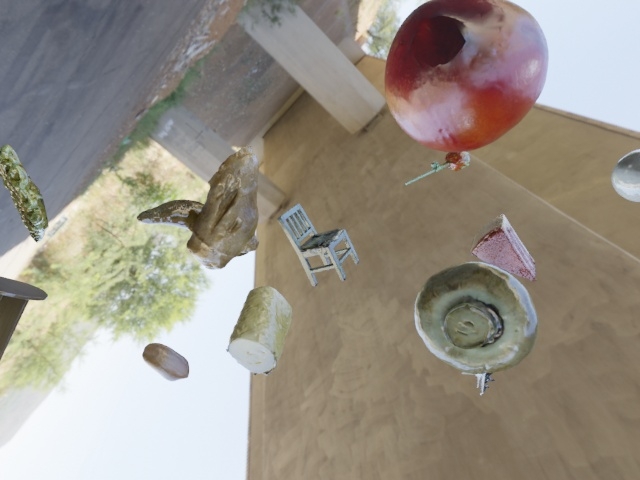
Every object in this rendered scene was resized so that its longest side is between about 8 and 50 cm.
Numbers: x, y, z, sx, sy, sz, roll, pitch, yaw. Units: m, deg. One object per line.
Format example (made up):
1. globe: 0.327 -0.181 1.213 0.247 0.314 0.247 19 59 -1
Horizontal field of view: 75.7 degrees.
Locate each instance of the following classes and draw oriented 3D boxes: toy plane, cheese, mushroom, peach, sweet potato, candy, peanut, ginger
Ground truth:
1. toy plane: 0.577 0.450 1.437 0.234 0.083 0.159 104 -3 -61
2. cheese: -0.125 0.190 0.895 0.094 0.123 0.167 -36 -159 28
3. mushroom: 0.460 0.231 1.236 0.352 0.352 0.260 -44 166 18
4. peach: 0.338 -0.413 1.011 0.388 0.388 0.388 -42 -158 21
5. sweet potato: -0.340 -0.042 1.163 0.098 0.310 0.124 -38 -148 43
6. candy: 0.417 -0.255 1.482 0.288 0.078 0.084 -26 177 -18
7. peanut: -0.437 0.345 1.169 0.076 0.152 0.076 -39 -159 18
8. ginger: -0.234 -0.077 1.052 0.126 0.190 0.353 -57 165 -68

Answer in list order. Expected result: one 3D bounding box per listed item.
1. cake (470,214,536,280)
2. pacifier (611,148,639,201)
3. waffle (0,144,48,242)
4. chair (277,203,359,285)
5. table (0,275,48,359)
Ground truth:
1. cake: 0.744 0.016 1.596 0.158 0.262 0.159 -53 164 -51
2. pacifier: 0.616 -0.094 0.628 0.332 0.220 0.273 -18 -127 -19
3. waffle: -0.685 -0.109 0.953 0.054 0.204 0.223 -29 -177 -36
4. chair: 0.000 0.000 1.382 0.147 0.270 0.136 -16 -164 35
5. table: -0.761 0.206 0.937 0.167 0.167 0.226 5 -108 65
